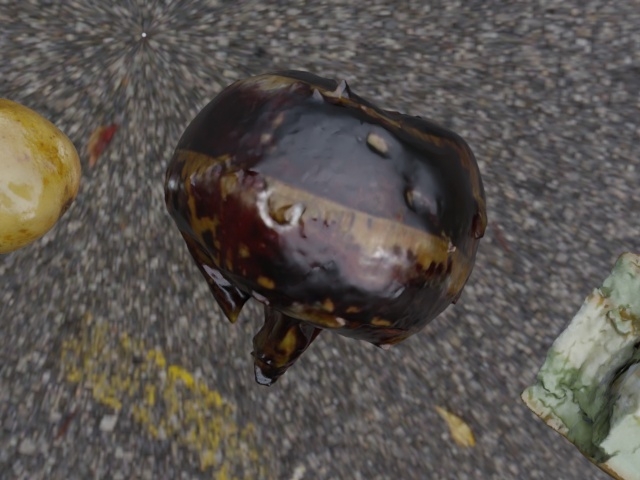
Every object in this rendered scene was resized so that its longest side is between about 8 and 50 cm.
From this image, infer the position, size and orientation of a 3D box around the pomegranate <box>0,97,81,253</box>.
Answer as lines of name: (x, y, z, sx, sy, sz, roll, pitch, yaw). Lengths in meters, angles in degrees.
pomegranate: (-0.386, -0.082, 1.651, 0.196, 0.196, 0.196, -1, 98, -7)

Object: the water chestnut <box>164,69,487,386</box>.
water chestnut: (0.000, 0.000, 1.256, 0.300, 0.300, 0.300, -1, 98, -7)

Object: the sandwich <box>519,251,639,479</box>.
sandwich: (0.265, 0.109, 1.137, 0.198, 0.227, 0.155, 35, 95, -22)
